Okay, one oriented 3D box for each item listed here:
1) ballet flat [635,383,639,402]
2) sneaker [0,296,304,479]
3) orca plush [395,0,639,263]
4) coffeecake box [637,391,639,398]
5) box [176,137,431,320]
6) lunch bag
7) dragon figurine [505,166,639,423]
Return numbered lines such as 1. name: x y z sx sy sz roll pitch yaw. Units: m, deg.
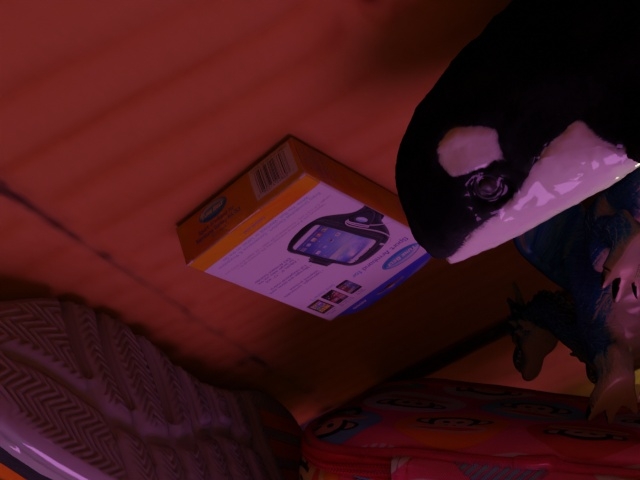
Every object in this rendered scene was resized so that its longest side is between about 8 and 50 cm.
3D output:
1. ballet flat: 0.214 0.157 0.933 0.203 0.074 0.074 -25 147 17
2. sneaker: -0.137 0.148 0.663 0.180 0.124 0.321 -32 146 14
3. orca plush: 0.138 -0.111 0.468 0.287 0.151 0.102 -30 115 18
4. coffeecake box: 0.335 0.084 0.809 0.068 0.142 0.185 -46 170 -45
5. box: 0.000 0.000 0.616 0.081 0.028 0.136 -36 146 22
6. lunch bag: 0.148 0.157 0.703 0.293 0.120 0.258 5 -178 18
7. dragon figurine: 0.159 -0.002 0.646 0.085 0.144 0.289 -12 127 -11
